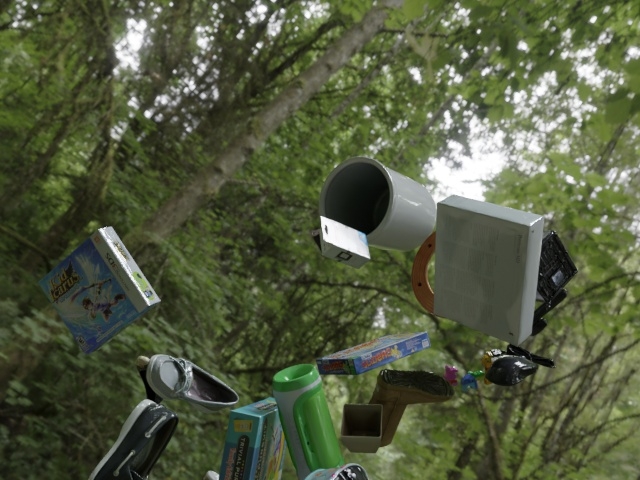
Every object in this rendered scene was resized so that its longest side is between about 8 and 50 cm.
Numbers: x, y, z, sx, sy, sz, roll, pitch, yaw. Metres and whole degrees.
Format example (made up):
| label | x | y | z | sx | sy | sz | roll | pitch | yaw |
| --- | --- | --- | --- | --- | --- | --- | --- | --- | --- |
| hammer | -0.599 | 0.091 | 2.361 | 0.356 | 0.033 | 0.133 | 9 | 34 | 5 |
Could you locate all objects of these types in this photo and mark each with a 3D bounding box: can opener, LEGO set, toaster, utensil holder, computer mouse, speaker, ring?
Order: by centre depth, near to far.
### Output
| label | x | y | z | sx | sy | sz | roll | pitch | yaw |
| --- | --- | --- | --- | --- | --- | --- | --- | --- | --- |
| speaker | -0.028 | 0.464 | 1.562 | 0.131 | 0.131 | 0.296 | 0 | -73 | 63 |
| computer mouse | 0.553 | 0.351 | 1.869 | 0.262 | 0.060 | 0.184 | -8 | 15 | -37 |
| toaster | 0.661 | 0.086 | 1.908 | 0.168 | 0.186 | 0.110 | 55 | -23 | -13 |
| LEGO set | 0.507 | 0.412 | 2.027 | 0.087 | 0.227 | 0.093 | -156 | -125 | -74 |
| can opener | 0.720 | 0.223 | 2.029 | 0.073 | 0.186 | 0.059 | 38 | 19 | -1 |
| ring | 0.446 | 0.094 | 2.059 | 0.337 | 0.336 | 0.032 | 16 | -8 | 46 |
| utensil holder | 0.236 | -0.123 | 2.463 | 0.328 | 0.327 | 0.385 | 21 | 5 | 37 |

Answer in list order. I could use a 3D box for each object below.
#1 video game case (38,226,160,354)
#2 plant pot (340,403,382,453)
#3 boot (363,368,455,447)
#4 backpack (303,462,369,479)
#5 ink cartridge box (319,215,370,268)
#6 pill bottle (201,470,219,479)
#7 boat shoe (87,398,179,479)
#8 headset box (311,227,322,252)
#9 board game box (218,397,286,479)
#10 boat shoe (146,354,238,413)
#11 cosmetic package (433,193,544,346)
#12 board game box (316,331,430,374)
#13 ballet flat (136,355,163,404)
| label | x | y | z | sx | sy | sz | roll | pitch | yaw |
| --- | --- | --- | --- | --- | --- | --- | --- | --- | --- |
| video game case | -0.598 | 0.137 | 1.697 | 0.244 | 0.269 | 0.061 | 56 | 21 | 5 |
| plant pot | 0.115 | 0.519 | 1.720 | 0.109 | 0.109 | 0.096 | -1 | -54 | 9 |
| boot | 0.230 | 0.490 | 1.816 | 0.236 | 0.089 | 0.269 | 13 | -57 | -6 |
| backpack | 0.037 | 0.610 | 1.335 | 0.191 | 0.253 | 0.225 | -17 | 0 | 31 |
| ink cartridge box | 0.058 | 0.006 | 1.913 | 0.180 | 0.104 | 0.060 | 22 | -47 | -31 |
| pill bottle | -0.399 | 0.886 | 2.162 | 0.094 | 0.169 | 0.094 | 36 | -8 | 6 |
| boat shoe | -0.411 | 0.492 | 1.352 | 0.091 | 0.302 | 0.114 | 15 | -22 | 23 |
| headset box | 0.000 | 0.000 | 2.103 | 0.062 | 0.032 | 0.083 | 60 | 2 | -13 |
| board game box | -0.162 | 0.546 | 1.601 | 0.079 | 0.253 | 0.336 | 8 | -7 | 12 |
| boat shoe | -0.359 | 0.404 | 1.779 | 0.103 | 0.118 | 0.320 | -15 | -40 | 26 |
| cosmetic package | 0.470 | 0.081 | 1.807 | 0.284 | 0.097 | 0.377 | 22 | -55 | 41 |
| board game box | 0.110 | 0.235 | 1.317 | 0.136 | 0.201 | 0.035 | -18 | -94 | 55 |
| ballet flat | -0.484 | 0.400 | 1.800 | 0.058 | 0.049 | 0.173 | -4 | -61 | 15 |
